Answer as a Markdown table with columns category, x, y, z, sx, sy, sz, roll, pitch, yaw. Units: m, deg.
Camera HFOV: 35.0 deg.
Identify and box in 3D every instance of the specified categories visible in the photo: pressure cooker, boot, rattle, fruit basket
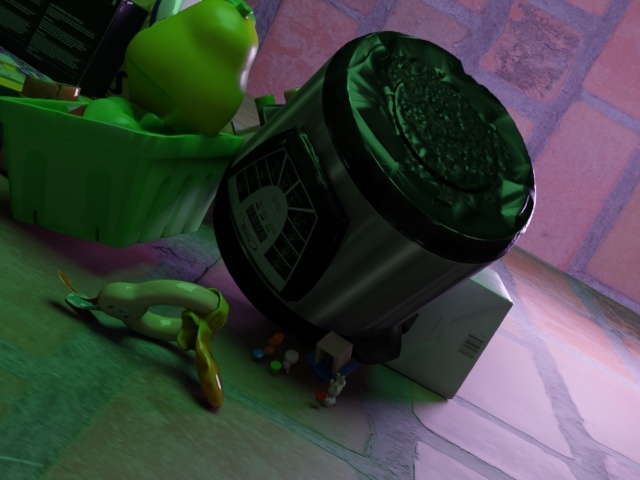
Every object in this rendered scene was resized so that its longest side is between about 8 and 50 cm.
| category | x | y | z | sx | sy | sz | roll | pitch | yaw |
| --- | --- | --- | --- | --- | --- | --- | --- | --- | --- |
| pressure cooker | 0.054 | -0.044 | 1.479 | 0.375 | 0.420 | 0.370 | 36 | 45 | -16 |
| boot | -0.395 | -0.164 | 1.568 | 0.073 | 0.152 | 0.197 | 19 | 4 | 35 |
| rattle | -0.212 | 0.115 | 1.174 | 0.199 | 0.143 | 0.130 | 10 | -15 | -17 |
| fruit basket | -0.247 | -0.188 | 1.443 | 0.283 | 0.392 | 0.392 | 15 | 9 | 13 |

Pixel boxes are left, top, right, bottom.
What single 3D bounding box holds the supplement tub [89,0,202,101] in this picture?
| category | x | y | z | sx | sy | sz | roll | pitch | yaw |
| --- | --- | --- | --- | --- | --- | --- | --- | --- | --- |
| supplement tub | -0.344 | -0.349 | 1.970 | 0.331 | 0.241 | 0.241 | -7 | -8 | 30 |

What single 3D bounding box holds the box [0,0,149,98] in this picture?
| category | x | y | z | sx | sy | sz | roll | pitch | yaw |
| --- | --- | --- | --- | --- | --- | --- | --- | --- | --- |
| box | -0.468 | -0.400 | 1.819 | 0.261 | 0.184 | 0.103 | 33 | 11 | 17 |

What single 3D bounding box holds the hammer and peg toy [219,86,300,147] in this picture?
| category | x | y | z | sx | sy | sz | roll | pitch | yaw |
| --- | --- | --- | --- | --- | --- | --- | --- | --- | --- |
| hammer and peg toy | -0.157 | -0.192 | 1.911 | 0.361 | 0.127 | 0.266 | -18 | 10 | -10 |

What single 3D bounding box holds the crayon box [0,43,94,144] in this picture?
| category | x | y | z | sx | sy | sz | roll | pitch | yaw |
| --- | --- | --- | --- | --- | --- | --- | --- | --- | --- |
| crayon box | -0.549 | -0.260 | 1.741 | 0.313 | 0.106 | 0.363 | 19 | 15 | -46 |

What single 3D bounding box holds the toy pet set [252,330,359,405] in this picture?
| category | x | y | z | sx | sy | sz | roll | pitch | yaw |
| --- | --- | --- | --- | --- | --- | --- | --- | --- | --- |
| toy pet set | -0.013 | 0.175 | 1.373 | 0.122 | 0.065 | 0.114 | 32 | 47 | 25 |

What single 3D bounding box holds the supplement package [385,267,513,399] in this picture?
| category | x | y | z | sx | sy | sz | roll | pitch | yaw |
| --- | --- | --- | --- | --- | --- | --- | --- | --- | --- |
| supplement package | 0.199 | 0.121 | 1.704 | 0.149 | 0.194 | 0.203 | 30 | 13 | -5 |
